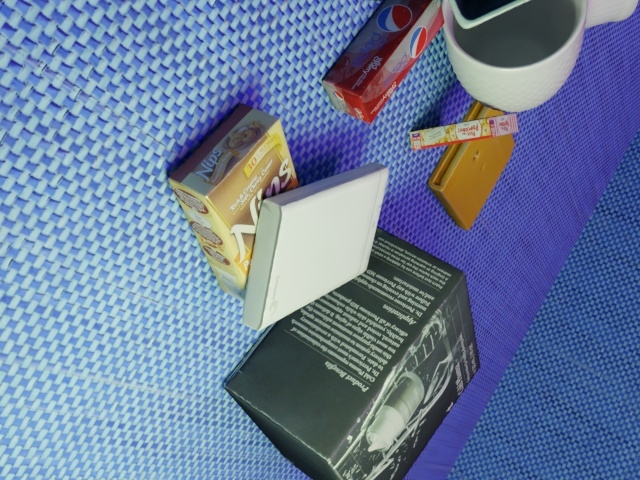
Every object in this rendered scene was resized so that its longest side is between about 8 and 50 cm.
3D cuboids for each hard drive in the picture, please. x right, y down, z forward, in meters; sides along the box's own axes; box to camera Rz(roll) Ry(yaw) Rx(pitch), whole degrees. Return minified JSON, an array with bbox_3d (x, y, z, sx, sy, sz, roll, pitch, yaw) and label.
[{"bbox_3d":[0.000,0.000,1.426,0.353,0.047,0.233,-24,132,-53],"label":"hard drive"}]

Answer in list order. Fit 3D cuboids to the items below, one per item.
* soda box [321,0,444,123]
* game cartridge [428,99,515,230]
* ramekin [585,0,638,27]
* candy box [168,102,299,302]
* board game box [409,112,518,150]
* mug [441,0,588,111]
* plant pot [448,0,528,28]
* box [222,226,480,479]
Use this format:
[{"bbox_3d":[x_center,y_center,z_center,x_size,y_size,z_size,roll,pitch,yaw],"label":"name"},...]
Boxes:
[{"bbox_3d":[0.120,-0.346,1.447,0.263,0.092,0.083,-54,151,-14],"label":"soda box"},{"bbox_3d":[0.404,-0.200,2.070,0.285,0.052,0.323,-60,153,-5],"label":"game cartridge"},{"bbox_3d":[0.556,-0.587,1.702,0.135,0.277,0.277,-21,143,0],"label":"ramekin"},{"bbox_3d":[-0.120,-0.048,1.319,0.183,0.087,0.316,-51,150,-24],"label":"candy box"},{"bbox_3d":[0.318,-0.241,1.750,0.146,0.193,0.045,-18,100,-51],"label":"board game box"},{"bbox_3d":[0.413,-0.461,1.666,0.328,0.276,0.374,42,56,-71],"label":"mug"},{"bbox_3d":[0.323,-0.565,1.383,0.247,0.247,0.252,59,28,-22],"label":"plant pot"},{"bbox_3d":[0.099,0.297,1.756,0.472,0.297,0.480,-50,148,-17],"label":"box"}]
